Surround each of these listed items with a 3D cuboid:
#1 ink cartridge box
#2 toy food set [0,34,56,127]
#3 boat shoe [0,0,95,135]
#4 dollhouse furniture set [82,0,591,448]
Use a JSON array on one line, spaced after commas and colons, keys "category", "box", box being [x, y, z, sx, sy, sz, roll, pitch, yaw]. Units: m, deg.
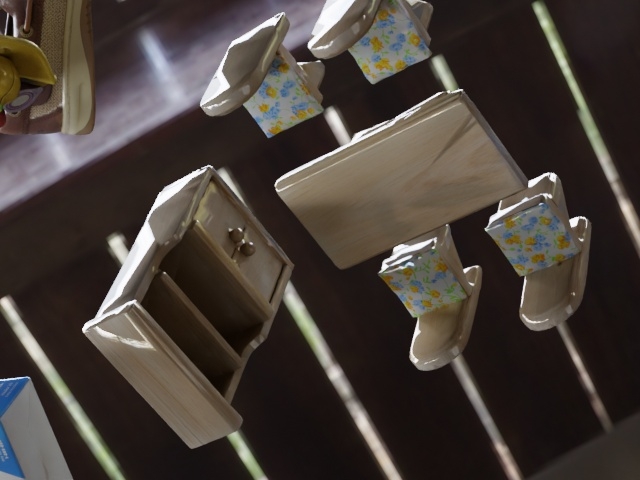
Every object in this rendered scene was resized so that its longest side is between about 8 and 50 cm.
[{"category": "ink cartridge box", "box": [-0.379, 0.220, 1.526, 0.231, 0.134, 0.078, -7, 26, 20]}, {"category": "toy food set", "box": [-0.345, -0.124, 1.485, 0.218, 0.128, 0.071, -24, 64, 42]}, {"category": "boat shoe", "box": [-0.299, -0.266, 1.555, 0.123, 0.342, 0.123, -6, 27, -13]}, {"category": "dollhouse furniture set", "box": [0.000, 0.000, 1.488, 0.394, 0.362, 0.256, -25, 27, 30]}]
